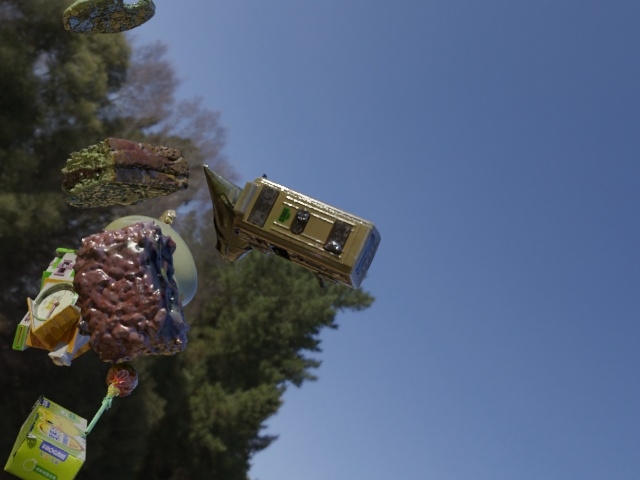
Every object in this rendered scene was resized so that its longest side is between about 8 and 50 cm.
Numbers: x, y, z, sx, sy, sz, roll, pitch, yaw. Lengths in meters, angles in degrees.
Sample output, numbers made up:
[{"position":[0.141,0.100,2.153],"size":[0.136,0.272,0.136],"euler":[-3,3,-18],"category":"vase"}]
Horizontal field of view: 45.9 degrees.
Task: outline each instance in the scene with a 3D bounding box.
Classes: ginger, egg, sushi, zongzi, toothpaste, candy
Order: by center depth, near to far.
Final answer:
[{"position":[-0.371,0.278,1.320],"size":[0.201,0.060,0.060],"euler":[-73,147,-68],"category":"candy"},{"position":[-0.504,0.376,1.410],"size":[0.110,0.077,0.327],"euler":[35,-9,-14],"category":"toothpaste"},{"position":[-0.351,0.095,1.449],"size":[0.236,0.171,0.270],"euler":[41,37,-80],"category":"sushi"},{"position":[-0.377,0.053,1.652],"size":[0.241,0.186,0.186],"euler":[45,-28,-3],"category":"egg"},{"position":[-0.261,-0.064,2.015],"size":[0.242,0.112,0.221],"euler":[39,-45,-7],"category":"zongzi"},{"position":[-0.543,-0.056,2.643],"size":[0.051,0.069,0.173],"euler":[53,11,-26],"category":"ginger"}]

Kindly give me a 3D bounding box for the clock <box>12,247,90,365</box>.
[{"position":[-0.663,0.182,2.006],"size":[0.235,0.309,0.166],"euler":[4,-38,26],"category":"clock"}]

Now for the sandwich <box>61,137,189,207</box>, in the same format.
[{"position":[-0.566,-0.173,2.100],"size":[0.325,0.262,0.131],"euler":[-12,-100,38],"category":"sandwich"}]

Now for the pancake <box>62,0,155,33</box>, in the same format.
[{"position":[-0.574,-0.610,2.033],"size":[0.253,0.253,0.037],"euler":[-16,-93,62],"category":"pancake"}]

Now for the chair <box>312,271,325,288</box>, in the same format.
[{"position":[0.000,0.000,1.916],"size":[0.229,0.113,0.106],"euler":[60,20,-29],"category":"chair"}]

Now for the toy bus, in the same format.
[{"position":[-0.035,-0.021,1.507],"size":[0.289,0.139,0.157],"euler":[24,-10,14],"category":"toy bus"}]
